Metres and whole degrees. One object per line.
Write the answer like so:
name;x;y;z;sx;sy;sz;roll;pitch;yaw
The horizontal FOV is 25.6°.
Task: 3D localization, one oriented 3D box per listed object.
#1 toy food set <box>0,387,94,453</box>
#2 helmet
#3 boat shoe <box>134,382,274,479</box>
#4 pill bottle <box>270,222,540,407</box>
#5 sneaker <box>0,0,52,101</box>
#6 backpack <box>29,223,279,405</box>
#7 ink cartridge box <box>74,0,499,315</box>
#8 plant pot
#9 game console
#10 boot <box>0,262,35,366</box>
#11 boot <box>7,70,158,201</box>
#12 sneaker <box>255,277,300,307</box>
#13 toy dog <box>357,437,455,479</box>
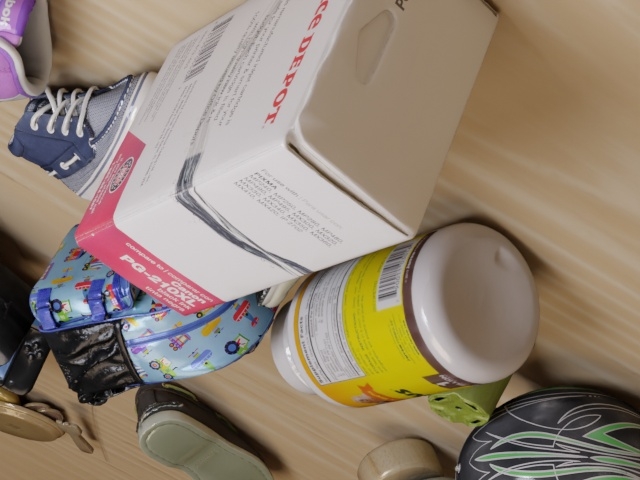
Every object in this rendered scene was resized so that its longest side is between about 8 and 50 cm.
toy food set;-0.367;0.206;1.710;0.192;0.039;0.132;12;157;10
helmet;0.202;0.197;1.152;0.169;0.169;0.161;1;156;35
boat shoe;-0.121;0.225;1.528;0.081;0.069;0.228;-33;135;9
pill bottle;0.055;0.064;1.074;0.117;0.117;0.215;37;149;-24
sneaker;-0.275;-0.184;0.928;0.161;0.102;0.282;4;157;25
backpack;-0.123;0.043;1.138;0.173;0.158;0.117;-10;121;25
ink cartridge box;-0.024;-0.067;0.854;0.100;0.172;0.237;37;148;-24
plant pot;0.121;0.104;1.134;0.083;0.079;0.083;18;151;11
game console;-0.346;0.089;1.434;0.144;0.124;0.085;26;-170;-4
boot;-0.517;-0.020;1.293;0.367;0.146;0.445;-11;134;44
boot;-0.177;-0.085;1.039;0.086;0.069;0.190;27;153;-13
sneaker;0.000;0.000;1.048;0.075;0.057;0.161;6;139;-19
toy dog;0.136;0.326;1.422;0.161;0.220;0.334;-11;156;-3
